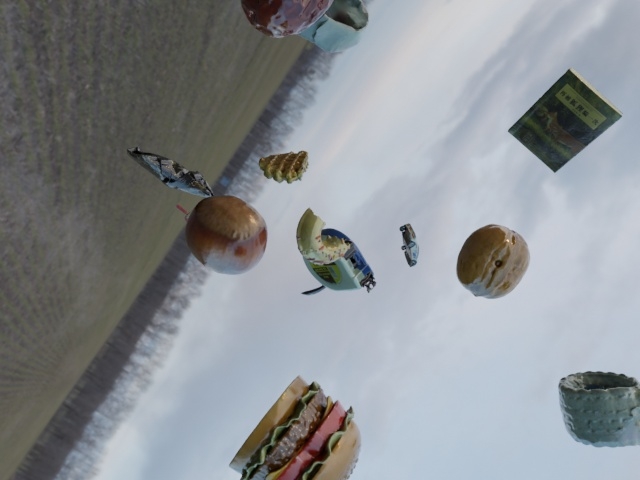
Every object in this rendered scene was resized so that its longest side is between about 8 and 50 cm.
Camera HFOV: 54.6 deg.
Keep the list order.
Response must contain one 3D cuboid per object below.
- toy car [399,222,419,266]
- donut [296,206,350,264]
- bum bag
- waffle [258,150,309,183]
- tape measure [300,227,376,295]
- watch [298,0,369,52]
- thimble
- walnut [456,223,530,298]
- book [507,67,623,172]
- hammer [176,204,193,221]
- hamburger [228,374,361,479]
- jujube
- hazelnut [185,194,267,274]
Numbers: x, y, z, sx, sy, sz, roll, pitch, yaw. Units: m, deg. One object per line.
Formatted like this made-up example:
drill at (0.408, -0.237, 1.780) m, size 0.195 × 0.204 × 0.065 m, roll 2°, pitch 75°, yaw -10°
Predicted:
toy car at (0.344, 0.021, 2.370) m, size 0.056 × 0.204 × 0.095 m, roll -18°, pitch -131°, yaw -3°
donut at (-0.001, 0.005, 1.580) m, size 0.065 × 0.166 × 0.108 m, roll 10°, pitch -120°, yaw 51°
bum bag at (-0.378, -0.169, 1.579) m, size 0.069 × 0.248 × 0.102 m, roll -60°, pitch -158°, yaw 13°
waffle at (-0.072, -0.186, 1.564) m, size 0.192 × 0.161 × 0.046 m, roll 34°, pitch -50°, yaw 56°
tape measure at (0.008, 0.077, 1.986) m, size 0.098 × 0.215 × 0.351 m, roll -42°, pitch -162°, yaw -34°
watch at (0.000, -0.570, 1.456) m, size 0.162 × 0.241 × 0.253 m, roll -32°, pitch -114°, yaw 44°
thimble at (0.752, 0.451, 1.638) m, size 0.250 × 0.205 × 0.171 m, roll -6°, pitch -88°, yaw 64°
walnut at (0.499, 0.064, 1.798) m, size 0.221 × 0.195 × 0.195 m, roll -60°, pitch -170°, yaw 0°
book at (0.569, -0.277, 1.460) m, size 0.024 × 0.160 × 0.228 m, roll -45°, pitch 176°, yaw -35°
hammer at (-0.494, -0.104, 2.268) m, size 0.052 × 0.083 × 0.031 m, roll -50°, pitch 176°, yaw -42°
hamburger at (-0.035, 0.435, 1.277) m, size 0.274 × 0.212 × 0.274 m, roll -52°, pitch 171°, yaw -12°
jujube at (-0.041, -0.491, 1.135) m, size 0.250 × 0.174 × 0.174 m, roll -56°, pitch -170°, yaw -5°
hazelnut at (-0.234, -0.009, 1.530) m, size 0.214 × 0.214 × 0.176 m, roll -48°, pitch 169°, yaw 35°
